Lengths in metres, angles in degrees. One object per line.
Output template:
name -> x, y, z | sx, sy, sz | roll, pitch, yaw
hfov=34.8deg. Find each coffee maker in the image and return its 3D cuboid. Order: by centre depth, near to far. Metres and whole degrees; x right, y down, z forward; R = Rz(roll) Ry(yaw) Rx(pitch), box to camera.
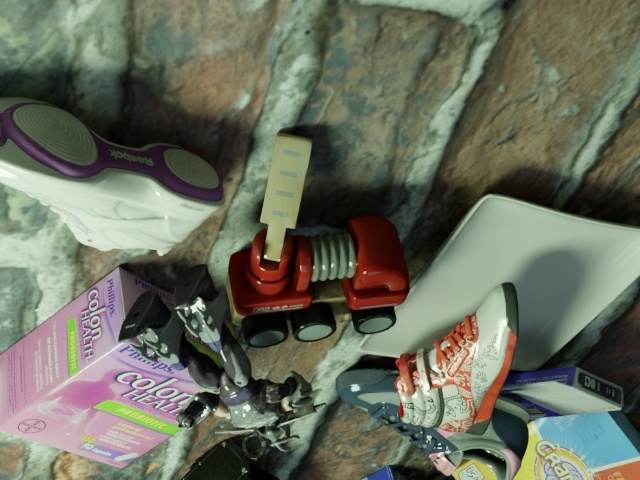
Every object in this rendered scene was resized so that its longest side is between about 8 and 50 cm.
coffee maker -> -0.118, 0.415, 1.693 | 0.171, 0.120, 0.178 | -27, 141, 13

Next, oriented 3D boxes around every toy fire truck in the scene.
toy fire truck -> 0.000, 0.000, 1.227 | 0.217, 0.158, 0.246 | -5, 151, -12

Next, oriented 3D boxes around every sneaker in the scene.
sneaker -> -0.255, -0.049, 1.080 | 0.305, 0.114, 0.152 | 18, 130, -35
sneaker -> 0.185, 0.168, 1.440 | 0.145, 0.090, 0.270 | 7, 127, -2
sneaker -> 0.171, 0.286, 1.571 | 0.319, 0.131, 0.112 | 14, 153, -6

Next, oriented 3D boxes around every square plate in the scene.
square plate -> 0.271, 0.064, 1.454 | 0.344, 0.049, 0.347 | 10, 135, -28

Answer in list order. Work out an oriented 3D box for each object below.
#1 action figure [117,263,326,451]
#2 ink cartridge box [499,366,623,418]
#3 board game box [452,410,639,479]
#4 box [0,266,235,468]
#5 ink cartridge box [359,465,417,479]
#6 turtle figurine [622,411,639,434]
action figure -> -0.113, 0.167, 1.227 | 0.185, 0.099, 0.285 | -23, 123, 20
ink cartridge box -> 0.345, 0.242, 1.642 | 0.206, 0.045, 0.208 | -15, 152, 41
board game box -> 0.427, 0.422, 1.804 | 0.316, 0.242, 0.064 | -41, 173, 27
box -> -0.266, 0.177, 1.353 | 0.243, 0.117, 0.213 | -35, 138, 22
ink cartridge box -> 0.101, 0.581, 1.954 | 0.395, 0.151, 0.270 | -32, 139, 17
turtle figurine -> 0.623, 0.384, 1.856 | 0.266, 0.274, 0.198 | -39, 171, 21
